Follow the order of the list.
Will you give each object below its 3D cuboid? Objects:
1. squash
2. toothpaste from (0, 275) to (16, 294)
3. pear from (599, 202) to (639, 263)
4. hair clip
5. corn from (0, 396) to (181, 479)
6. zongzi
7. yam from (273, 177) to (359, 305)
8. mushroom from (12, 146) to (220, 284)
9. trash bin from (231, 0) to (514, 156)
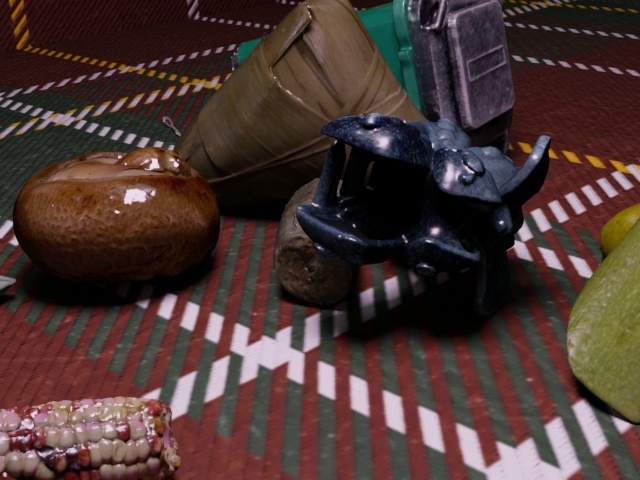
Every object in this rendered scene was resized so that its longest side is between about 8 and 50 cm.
[{"bbox_3d":[0.354,0.051,0.885,0.189,0.260,0.189,35,5,-3],"label":"squash"},{"bbox_3d":[-0.450,0.106,0.939,0.098,0.061,0.392,4,20,18],"label":"toothpaste"},{"bbox_3d":[0.357,0.012,1.005,0.131,0.107,0.107,10,25,37],"label":"pear"},{"bbox_3d":[0.119,-0.039,1.009,0.206,0.194,0.310,19,14,20],"label":"hair clip"},{"bbox_3d":[-0.244,0.166,0.718,0.280,0.092,0.092,-6,22,-15],"label":"corn"},{"bbox_3d":[-0.024,-0.074,1.321,0.447,0.418,0.181,-37,8,39],"label":"zongzi"},{"bbox_3d":[0.000,0.000,1.098,0.107,0.107,0.183,-1,23,5],"label":"yam"},{"bbox_3d":[-0.234,-0.031,1.124,0.253,0.153,0.253,-2,13,1],"label":"mushroom"},{"bbox_3d":[0.086,-0.230,1.471,0.381,0.295,0.259,0,20,36],"label":"trash bin"}]
